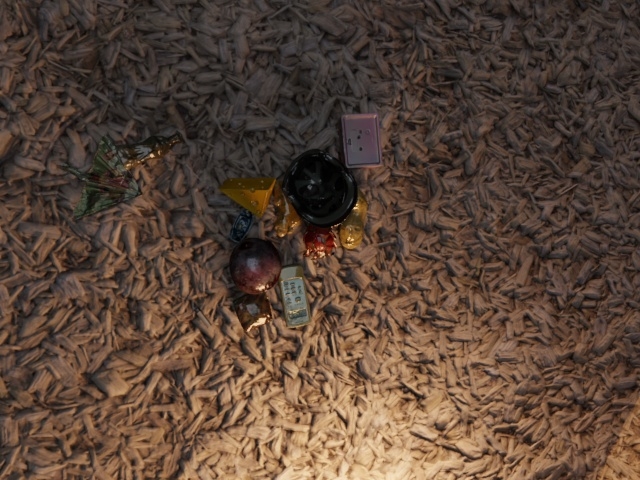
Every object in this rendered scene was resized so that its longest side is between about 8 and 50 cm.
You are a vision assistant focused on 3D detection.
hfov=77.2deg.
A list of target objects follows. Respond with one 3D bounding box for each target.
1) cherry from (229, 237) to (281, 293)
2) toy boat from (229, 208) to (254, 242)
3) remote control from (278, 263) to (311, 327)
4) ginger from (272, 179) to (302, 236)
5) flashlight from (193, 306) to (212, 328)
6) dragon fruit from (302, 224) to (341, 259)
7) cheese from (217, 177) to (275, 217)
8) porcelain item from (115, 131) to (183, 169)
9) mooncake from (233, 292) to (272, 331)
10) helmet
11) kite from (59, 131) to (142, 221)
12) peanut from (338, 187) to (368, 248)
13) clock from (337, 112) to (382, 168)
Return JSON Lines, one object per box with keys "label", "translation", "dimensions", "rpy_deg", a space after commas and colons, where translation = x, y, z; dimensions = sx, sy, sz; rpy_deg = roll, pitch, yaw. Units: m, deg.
{"label": "cherry", "translation": [-0.226, 0.083, 1.374], "dimensions": [0.195, 0.195, 0.194], "rpy_deg": [-1, 93, -12]}
{"label": "toy boat", "translation": [-0.277, -0.058, 1.429], "dimensions": [0.060, 0.061, 0.137], "rpy_deg": [29, 86, -11]}
{"label": "remote control", "translation": [-0.098, 0.205, 1.490], "dimensions": [0.098, 0.038, 0.233], "rpy_deg": [-10, 95, -11]}
{"label": "ginger", "translation": [-0.116, -0.118, 1.452], "dimensions": [0.115, 0.081, 0.205], "rpy_deg": [-6, 90, -7]}
{"label": "flashlight", "translation": [-0.420, 0.276, 1.435], "dimensions": [0.018, 0.018, 0.083], "rpy_deg": [-36, 98, -7]}
{"label": "dragon fruit", "translation": [-0.005, 0.001, 1.467], "dimensions": [0.121, 0.130, 0.141], "rpy_deg": [-28, 98, -43]}
{"label": "cheese", "translation": [-0.261, -0.174, 1.397], "dimensions": [0.171, 0.093, 0.126], "rpy_deg": [20, 129, 0]}
{"label": "porcelain item", "translation": [-0.569, -0.311, 1.358], "dimensions": [0.216, 0.069, 0.081], "rpy_deg": [-25, 94, -18]}
{"label": "mooncake", "translation": [-0.239, 0.253, 1.445], "dimensions": [0.125, 0.073, 0.129], "rpy_deg": [-20, 98, -12]}
{"label": "helmet", "translation": [0.019, -0.163, 1.398], "dimensions": [0.225, 0.177, 0.305], "rpy_deg": [-40, 72, 11]}
{"label": "kite", "translation": [-0.735, -0.204, 1.352], "dimensions": [0.268, 0.013, 0.322], "rpy_deg": [18, 87, -13]}
{"label": "peanut", "translation": [0.121, -0.082, 1.489], "dimensions": [0.098, 0.103, 0.229], "rpy_deg": [7, 93, -9]}
{"label": "clock", "translation": [0.146, -0.369, 1.502], "dimensions": [0.150, 0.063, 0.196], "rpy_deg": [-7, 93, -11]}
